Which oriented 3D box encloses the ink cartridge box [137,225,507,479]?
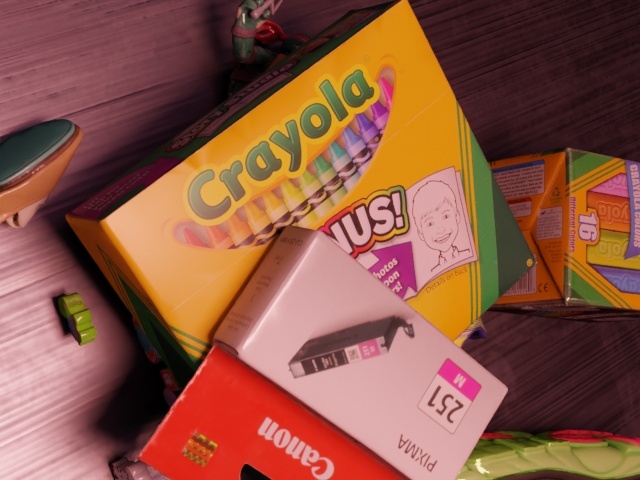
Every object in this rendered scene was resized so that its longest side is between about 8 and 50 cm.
[{"bbox_3d":[0.012,0.159,0.982,0.275,0.060,0.238,40,75,-29],"label":"ink cartridge box"}]

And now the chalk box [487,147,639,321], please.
[{"bbox_3d":[0.337,0.004,1.330,0.289,0.180,0.179,7,81,-33],"label":"chalk box"}]

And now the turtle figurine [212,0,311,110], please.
[{"bbox_3d":[-0.045,-0.150,1.135,0.175,0.118,0.234,37,67,-16],"label":"turtle figurine"}]

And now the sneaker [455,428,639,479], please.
[{"bbox_3d":[0.215,0.312,1.217,0.483,0.185,0.202,6,84,-29],"label":"sneaker"}]

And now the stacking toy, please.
[{"bbox_3d":[-0.148,0.127,1.081,0.167,0.052,0.221,-23,95,-34],"label":"stacking toy"}]

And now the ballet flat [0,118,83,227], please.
[{"bbox_3d":[-0.306,-0.028,0.991,0.232,0.080,0.073,-36,132,-28],"label":"ballet flat"}]

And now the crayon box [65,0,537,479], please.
[{"bbox_3d":[0.000,0.000,1.051,0.363,0.106,0.313,-40,115,-22],"label":"crayon box"}]

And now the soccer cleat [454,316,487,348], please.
[{"bbox_3d":[0.086,0.159,1.198,0.121,0.093,0.289,51,60,-15],"label":"soccer cleat"}]
